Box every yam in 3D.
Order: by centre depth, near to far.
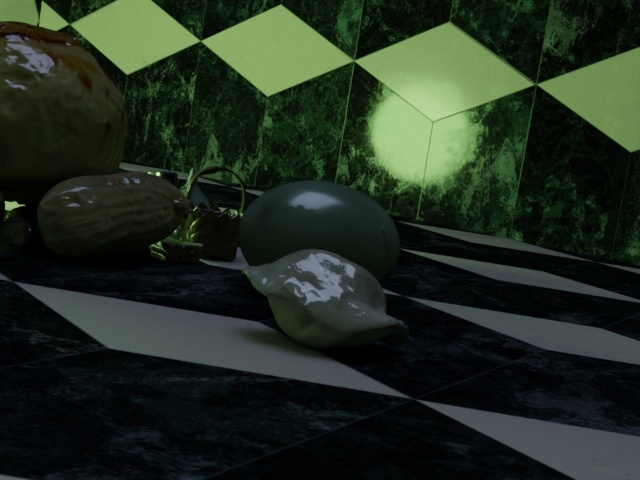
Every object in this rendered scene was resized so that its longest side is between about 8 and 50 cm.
[{"bbox_3d":[-0.551,-0.030,1.974,0.061,0.061,0.253,7,6,-12],"label":"yam"}]

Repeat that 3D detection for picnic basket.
[{"bbox_3d":[-0.213,-0.059,2.136,0.128,0.179,0.137,3,10,-27],"label":"picnic basket"}]

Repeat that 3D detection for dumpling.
[{"bbox_3d":[0.009,0.085,1.485,0.250,0.132,0.162,24,-3,-4],"label":"dumpling"},{"bbox_3d":[-0.286,-0.064,2.273,0.104,0.149,0.217,-22,13,5],"label":"dumpling"}]

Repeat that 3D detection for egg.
[{"bbox_3d":[0.000,0.000,1.836,0.282,0.203,0.203,10,7,-12],"label":"egg"}]

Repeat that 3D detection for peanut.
[{"bbox_3d":[-0.370,-0.049,1.929,0.152,0.152,0.313,15,21,40],"label":"peanut"}]

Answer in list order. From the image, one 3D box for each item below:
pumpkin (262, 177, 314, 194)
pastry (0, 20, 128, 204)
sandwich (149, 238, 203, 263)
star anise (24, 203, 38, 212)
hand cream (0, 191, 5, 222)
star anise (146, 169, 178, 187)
[{"bbox_3d":[-0.042,-0.060,2.504,0.211,0.152,0.212,15,23,-7],"label":"pumpkin"},{"bbox_3d":[-0.544,-0.235,1.989,0.388,0.313,0.388,-2,-7,0],"label":"pastry"},{"bbox_3d":[-0.272,0.018,2.033,0.093,0.036,0.104,2,8,-37],"label":"sandwich"},{"bbox_3d":[-0.577,-0.076,2.322,0.097,0.070,0.190,40,15,16],"label":"star anise"},{"bbox_3d":[-0.719,-0.103,1.849,0.358,0.118,0.185,23,-20,9],"label":"hand cream"},{"bbox_3d":[-0.398,-0.083,2.291,0.257,0.111,0.198,-18,6,46],"label":"star anise"}]
